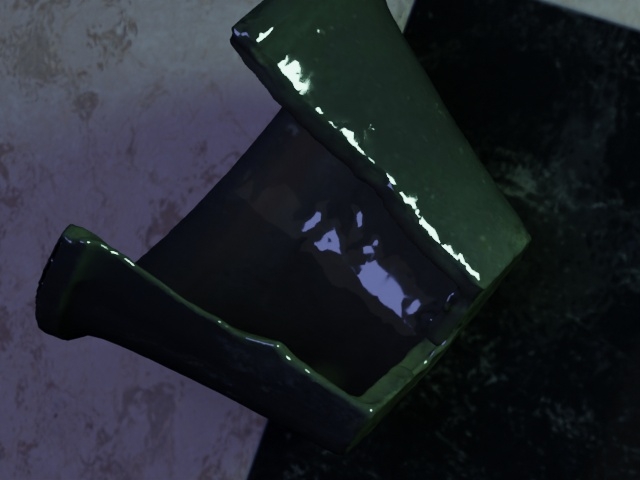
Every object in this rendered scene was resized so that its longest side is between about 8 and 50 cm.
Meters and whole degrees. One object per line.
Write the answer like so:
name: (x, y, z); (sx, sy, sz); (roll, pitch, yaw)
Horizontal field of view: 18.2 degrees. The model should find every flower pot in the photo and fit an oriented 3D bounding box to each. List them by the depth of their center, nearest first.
flower pot: (0.000, 0.000, 1.516); (0.251, 0.379, 0.379); (40, 106, 7)
